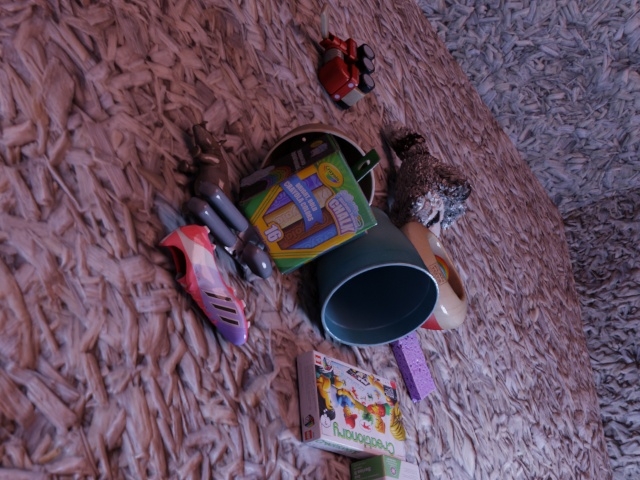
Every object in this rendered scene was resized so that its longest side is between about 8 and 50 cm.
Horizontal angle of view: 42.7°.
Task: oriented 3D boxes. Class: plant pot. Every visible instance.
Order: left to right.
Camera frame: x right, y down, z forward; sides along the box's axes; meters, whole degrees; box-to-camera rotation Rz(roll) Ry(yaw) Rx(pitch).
[{"bbox_3d":[-0.013,-0.171,1.908,0.256,0.257,0.274,56,12,-20],"label":"plant pot"},{"bbox_3d":[0.106,0.063,1.908,0.272,0.272,0.255,40,22,-41],"label":"plant pot"}]

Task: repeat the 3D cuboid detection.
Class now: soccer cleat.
[{"bbox_3d":[-0.214,0.090,1.510,0.095,0.083,0.248,-27,99,-34],"label":"soccer cleat"}]

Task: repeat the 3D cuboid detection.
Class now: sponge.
[{"bbox_3d":[0.240,0.314,2.171,0.117,0.031,0.210,-10,77,-62],"label":"sponge"}]

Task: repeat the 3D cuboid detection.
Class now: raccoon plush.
[{"bbox_3d":[0.240,-0.173,2.472,0.299,0.216,0.446,-5,43,-47],"label":"raccoon plush"}]

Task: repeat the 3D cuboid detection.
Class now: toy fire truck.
[{"bbox_3d":[0.048,-0.544,2.388,0.246,0.158,0.217,32,42,-30],"label":"toy fire truck"}]

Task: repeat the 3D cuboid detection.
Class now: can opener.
[{"bbox_3d":[-0.163,-0.019,1.587,0.074,0.093,0.280,-57,148,-14],"label":"can opener"}]

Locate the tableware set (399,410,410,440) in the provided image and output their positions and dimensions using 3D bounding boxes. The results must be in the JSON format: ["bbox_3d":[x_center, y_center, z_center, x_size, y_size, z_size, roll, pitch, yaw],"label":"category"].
[{"bbox_3d":[0.157,0.440,1.942,0.154,0.024,0.104,-8,73,-61],"label":"tableware set"}]

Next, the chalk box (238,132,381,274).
[{"bbox_3d":[-0.002,-0.095,1.688,0.179,0.289,0.180,62,5,-20],"label":"chalk box"}]

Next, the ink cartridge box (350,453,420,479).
[{"bbox_3d":[0.149,0.581,1.740,0.154,0.093,0.212,32,42,-47],"label":"ink cartridge box"}]

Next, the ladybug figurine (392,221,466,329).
[{"bbox_3d":[0.265,0.106,2.172,0.305,0.162,0.449,63,14,5],"label":"ladybug figurine"}]

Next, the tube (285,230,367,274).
[{"bbox_3d":[0.000,0.000,1.806,0.052,0.207,0.080,-8,74,-78],"label":"tube"}]

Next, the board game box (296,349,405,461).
[{"bbox_3d":[0.069,0.371,1.779,0.305,0.053,0.192,28,46,-44],"label":"board game box"}]

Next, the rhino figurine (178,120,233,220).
[{"bbox_3d":[-0.228,-0.144,1.651,0.106,0.073,0.243,28,44,-45],"label":"rhino figurine"}]
